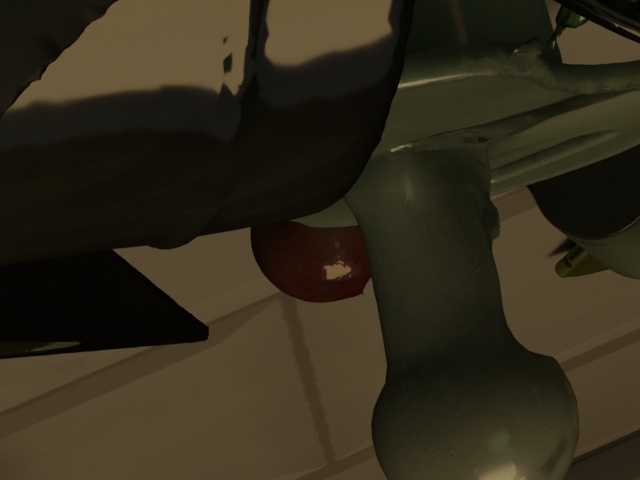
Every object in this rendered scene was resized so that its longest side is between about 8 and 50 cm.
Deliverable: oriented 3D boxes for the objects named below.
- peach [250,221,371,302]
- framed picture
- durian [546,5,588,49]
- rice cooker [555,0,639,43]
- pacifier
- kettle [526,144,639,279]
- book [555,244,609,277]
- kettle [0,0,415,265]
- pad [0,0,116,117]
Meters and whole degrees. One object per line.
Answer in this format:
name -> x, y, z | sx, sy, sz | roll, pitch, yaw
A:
peach -> -0.001, -0.001, 1.194 | 0.083, 0.083, 0.083 | -22, 163, -7
framed picture -> -0.208, 0.025, 0.951 | 0.244, 0.013, 0.324 | -5, 166, 9
durian -> 0.154, -0.189, 0.808 | 0.221, 0.137, 0.095 | -34, -153, 4
rice cooker -> 0.118, -0.179, 0.539 | 0.281, 0.241, 0.227 | 13, 144, -24
pacifier -> 0.042, 0.008, 0.964 | 0.288, 0.269, 0.343 | -21, 166, 41
kettle -> 0.214, -0.025, 1.346 | 0.098, 0.127, 0.148 | -49, 156, 7
book -> 0.353, -0.074, 1.534 | 0.239, 0.035, 0.352 | -13, 160, -29
kettle -> -0.179, -0.075, 0.487 | 0.324, 0.228, 0.321 | -9, 160, -19
pad -> -0.181, -0.137, 0.272 | 0.315, 0.063, 0.375 | -44, 124, -2
